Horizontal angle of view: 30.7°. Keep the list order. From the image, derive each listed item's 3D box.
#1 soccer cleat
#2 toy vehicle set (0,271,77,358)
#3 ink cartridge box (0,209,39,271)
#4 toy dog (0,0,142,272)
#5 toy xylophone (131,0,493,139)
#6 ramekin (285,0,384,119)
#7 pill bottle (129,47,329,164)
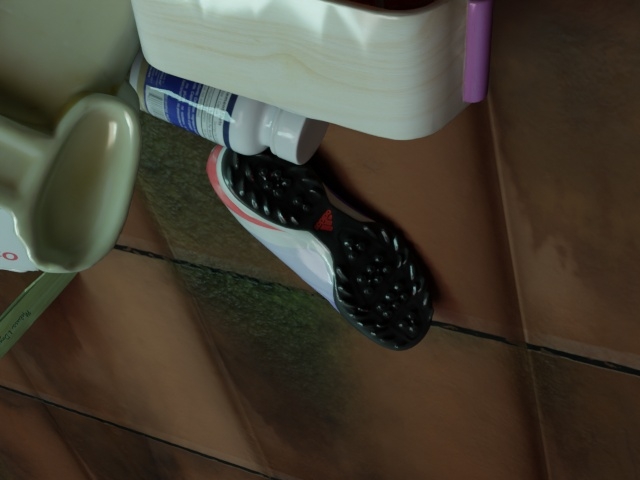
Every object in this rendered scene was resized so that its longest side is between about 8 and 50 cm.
[{"bbox_3d":[0.000,0.000,1.306,0.318,0.108,0.116,43,167,-16],"label":"soccer cleat"},{"bbox_3d":[-0.476,0.148,1.710,0.035,0.267,0.166,44,145,-11],"label":"toy vehicle set"},{"bbox_3d":[-0.463,-0.110,1.461,0.226,0.131,0.306,9,143,0],"label":"ink cartridge box"},{"bbox_3d":[-0.339,-0.202,1.117,0.285,0.395,0.408,16,-173,-28],"label":"toy dog"},{"bbox_3d":[-0.025,-0.189,0.865,0.323,0.081,0.236,24,144,15],"label":"toy xylophone"},{"bbox_3d":[0.001,-0.232,0.983,0.277,0.135,0.277,23,143,18],"label":"ramekin"},{"bbox_3d":[-0.086,-0.149,1.173,0.187,0.112,0.112,24,144,14],"label":"pill bottle"}]
